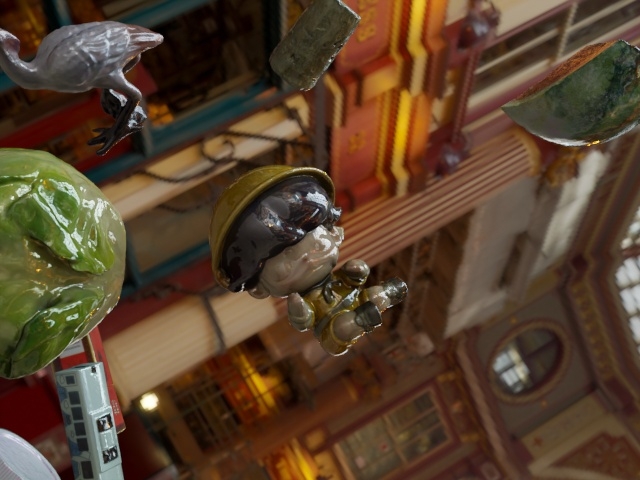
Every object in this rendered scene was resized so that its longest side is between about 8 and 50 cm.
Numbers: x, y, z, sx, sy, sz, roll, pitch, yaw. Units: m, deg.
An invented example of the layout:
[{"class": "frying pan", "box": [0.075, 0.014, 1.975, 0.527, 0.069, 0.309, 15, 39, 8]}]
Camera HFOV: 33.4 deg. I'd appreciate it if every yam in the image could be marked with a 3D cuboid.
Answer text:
[{"class": "yam", "box": [-0.007, -0.387, 2.027, 0.194, 0.107, 0.107, -50, -117, 28]}]

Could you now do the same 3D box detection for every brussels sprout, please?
[{"class": "brussels sprout", "box": [-0.365, 0.023, 1.254, 0.227, 0.294, 0.259, 15, -76, 50]}]

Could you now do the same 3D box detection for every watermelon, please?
[{"class": "watermelon", "box": [0.477, -0.257, 1.879, 0.176, 0.260, 0.256, 46, -3, 37]}]

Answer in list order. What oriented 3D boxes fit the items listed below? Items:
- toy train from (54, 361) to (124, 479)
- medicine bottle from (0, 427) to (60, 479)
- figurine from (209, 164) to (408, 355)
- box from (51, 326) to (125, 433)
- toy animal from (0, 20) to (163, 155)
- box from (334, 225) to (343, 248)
[{"class": "toy train", "box": [-0.221, 0.226, 1.055, 0.043, 0.047, 0.207, -15, 96, -66]}, {"class": "medicine bottle", "box": [-0.442, 0.355, 1.324, 0.139, 0.225, 0.139, 43, 0, 0]}, {"class": "figurine", "box": [-0.030, 0.026, 1.340, 0.257, 0.192, 0.167, 55, -33, 3]}, {"class": "box", "box": [-0.356, 0.178, 1.579, 0.153, 0.074, 0.239, 138, -63, -78]}, {"class": "toy animal", "box": [-0.340, -0.235, 1.436, 0.324, 0.195, 0.090, 23, 16, -46]}, {"class": "box", "box": [0.000, 0.000, 2.200, 0.079, 0.083, 0.035, 123, -27, -51]}]
